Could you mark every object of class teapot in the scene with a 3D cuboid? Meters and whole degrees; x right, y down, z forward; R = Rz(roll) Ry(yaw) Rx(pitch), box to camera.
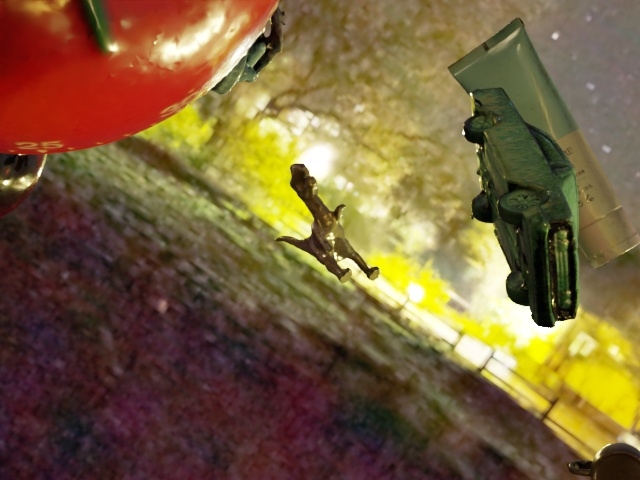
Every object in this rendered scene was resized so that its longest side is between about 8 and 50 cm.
[{"bbox_3d":[0.381,0.297,1.442,0.121,0.076,0.068,0,7,15],"label":"teapot"}]

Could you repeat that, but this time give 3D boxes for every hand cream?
[{"bbox_3d":[0.281,-0.114,1.373,0.312,0.111,0.070,61,27,6],"label":"hand cream"}]

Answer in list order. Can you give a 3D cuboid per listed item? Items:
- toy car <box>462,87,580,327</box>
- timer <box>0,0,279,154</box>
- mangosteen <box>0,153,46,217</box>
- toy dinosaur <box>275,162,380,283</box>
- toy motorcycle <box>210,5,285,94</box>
[{"bbox_3d":[0.220,-0.050,1.196,0.320,0.097,0.141,-99,179,-60],"label":"toy car"},{"bbox_3d":[-0.197,-0.246,0.745,0.378,0.378,0.279,35,-8,-7],"label":"timer"},{"bbox_3d":[-0.378,-0.104,1.141,0.200,0.200,0.200,35,3,-2],"label":"mangosteen"},{"bbox_3d":[0.004,-0.003,1.732,0.200,0.072,0.251,49,-13,21],"label":"toy dinosaur"},{"bbox_3d":[-0.166,-0.375,2.043,0.182,0.241,0.319,51,-14,-24],"label":"toy motorcycle"}]
